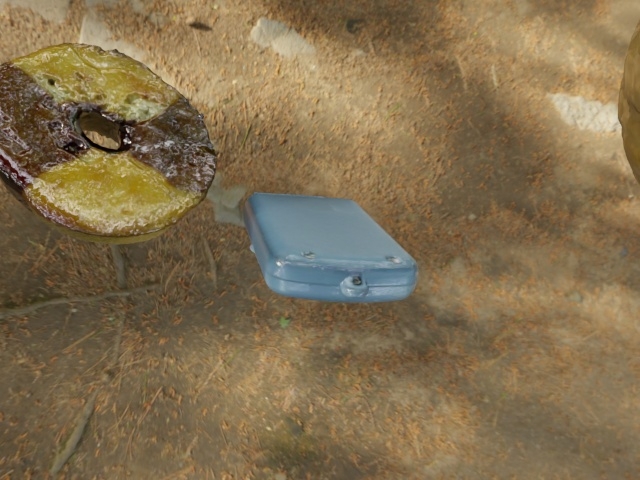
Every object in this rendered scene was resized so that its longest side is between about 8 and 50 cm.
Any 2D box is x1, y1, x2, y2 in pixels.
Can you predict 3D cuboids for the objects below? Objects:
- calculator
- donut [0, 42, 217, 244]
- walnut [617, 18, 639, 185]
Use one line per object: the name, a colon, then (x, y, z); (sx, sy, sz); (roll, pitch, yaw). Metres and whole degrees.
calculator: (0.000, 0.000, 0.454); (0.121, 0.210, 0.039); (1, 110, -16)
donut: (-0.179, -0.073, 0.437); (0.184, 0.073, 0.166); (35, 56, -6)
walnut: (0.299, -0.103, 0.270); (0.257, 0.224, 0.256); (-15, 126, -21)
